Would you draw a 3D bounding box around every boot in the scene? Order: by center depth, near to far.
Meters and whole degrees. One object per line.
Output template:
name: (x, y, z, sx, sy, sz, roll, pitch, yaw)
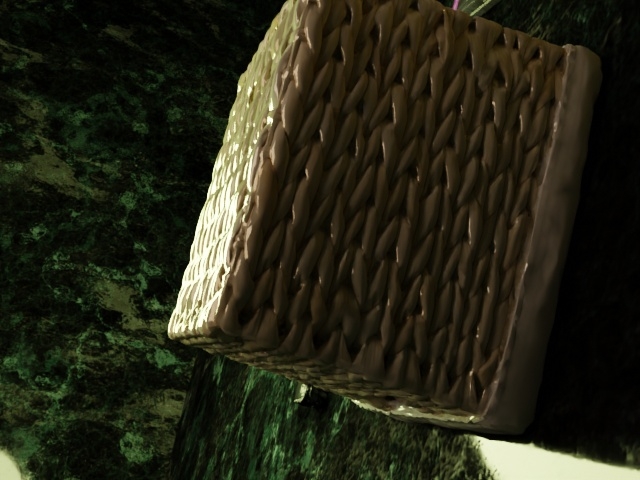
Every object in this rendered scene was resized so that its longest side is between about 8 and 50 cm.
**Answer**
boot: (-0.016, 0.195, 1.154, 0.121, 0.045, 0.099, 146, 137, -69)

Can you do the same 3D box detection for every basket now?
basket: (0.036, -0.017, 0.728, 0.328, 0.266, 0.331, 154, 131, -72)

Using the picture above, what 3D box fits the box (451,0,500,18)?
box: (0.212, -0.339, 0.959, 0.162, 0.029, 0.116, 164, 122, -76)
